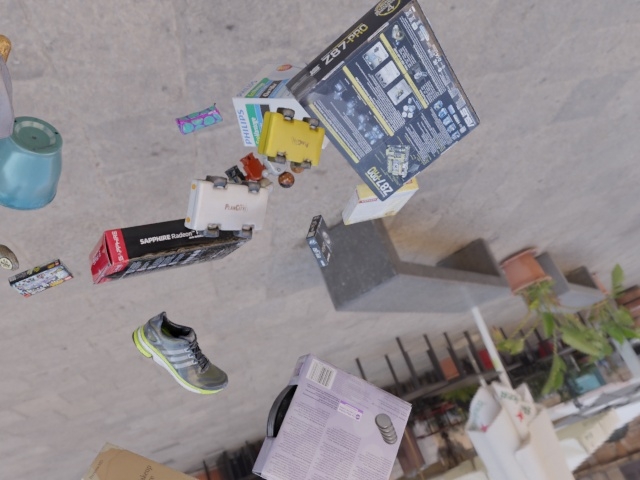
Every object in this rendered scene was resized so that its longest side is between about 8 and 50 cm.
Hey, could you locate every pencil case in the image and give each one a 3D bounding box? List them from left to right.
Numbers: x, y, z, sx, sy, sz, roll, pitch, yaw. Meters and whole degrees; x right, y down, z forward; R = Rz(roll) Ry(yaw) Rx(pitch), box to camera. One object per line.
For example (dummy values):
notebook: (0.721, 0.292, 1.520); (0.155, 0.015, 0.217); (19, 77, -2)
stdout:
pencil case: (-0.416, -0.414, 1.925); (0.152, 0.064, 0.070); (-24, 174, -12)

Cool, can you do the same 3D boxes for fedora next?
fedora: (-0.746, -0.313, 1.237); (0.124, 0.243, 0.275); (-5, 125, -27)

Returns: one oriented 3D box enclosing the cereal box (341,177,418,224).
cereal box: (0.168, -0.115, 1.645); (0.173, 0.047, 0.240); (-11, 166, -12)

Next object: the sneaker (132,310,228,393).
sneaker: (-0.376, 0.317, 1.573); (0.300, 0.111, 0.121); (38, 115, -13)

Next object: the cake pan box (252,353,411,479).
cake pan box: (0.026, 0.386, 1.107); (0.267, 0.245, 0.070); (29, 152, -14)

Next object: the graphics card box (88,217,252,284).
graphics card box: (-0.392, 0.016, 1.469); (0.371, 0.094, 0.233); (-11, 170, -33)

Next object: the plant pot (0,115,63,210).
plant pot: (-1.042, -0.290, 1.993); (0.272, 0.271, 0.255); (2, 142, -44)

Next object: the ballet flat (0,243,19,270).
ballet flat: (-1.126, 0.027, 1.902); (0.084, 0.250, 0.058); (-58, 172, 28)

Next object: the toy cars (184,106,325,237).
toy cars: (-0.124, -0.130, 1.032); (0.393, 0.087, 0.176); (-52, 144, -36)

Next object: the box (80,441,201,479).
box: (-0.466, 0.674, 1.480); (0.311, 0.148, 0.121); (23, 113, -4)

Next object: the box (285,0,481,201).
box: (0.159, -0.311, 1.295); (0.318, 0.097, 0.395); (-41, 134, 7)

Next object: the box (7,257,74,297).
box: (-0.756, 0.102, 1.526); (0.137, 0.027, 0.094); (-24, 157, -11)

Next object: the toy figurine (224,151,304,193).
toy figurine: (-0.157, -0.205, 1.699); (0.210, 0.148, 0.213); (-26, -165, 21)

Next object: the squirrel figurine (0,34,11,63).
squirrel figurine: (-1.117, -0.472, 1.535); (0.371, 0.281, 0.396); (16, 102, -43)

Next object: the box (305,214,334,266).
box: (0.000, 0.000, 1.064); (0.018, 0.083, 0.067); (-16, 117, 20)

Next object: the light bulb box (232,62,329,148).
light bulb box: (-0.110, -0.559, 2.309); (0.361, 0.357, 0.225); (5, 130, 20)
